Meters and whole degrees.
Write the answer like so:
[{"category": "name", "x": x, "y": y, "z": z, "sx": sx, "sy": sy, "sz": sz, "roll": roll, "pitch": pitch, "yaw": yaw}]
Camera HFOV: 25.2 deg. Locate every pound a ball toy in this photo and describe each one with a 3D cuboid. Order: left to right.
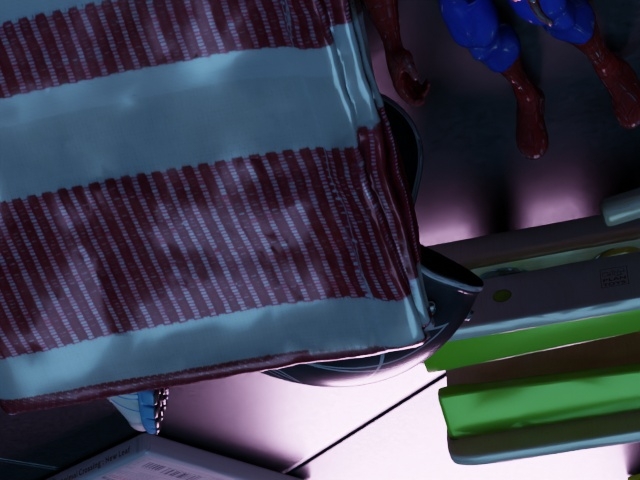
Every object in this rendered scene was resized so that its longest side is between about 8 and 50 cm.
[{"category": "pound a ball toy", "x": 0.215, "y": 0.009, "z": 0.923, "sx": 0.319, "sy": 0.135, "sz": 0.208, "roll": -12, "pitch": 124, "yaw": 13}]

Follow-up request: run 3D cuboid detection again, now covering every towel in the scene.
[{"category": "towel", "x": -0.094, "y": -0.072, "z": 0.637, "sx": 0.237, "sy": 0.037, "sz": 0.329, "roll": -10, "pitch": 117, "yaw": 11}]

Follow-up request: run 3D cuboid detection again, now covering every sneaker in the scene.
[{"category": "sneaker", "x": -0.156, "y": 0.077, "z": 1.034, "sx": 0.083, "sy": 0.071, "sz": 0.190, "roll": 0, "pitch": 142, "yaw": 5}]

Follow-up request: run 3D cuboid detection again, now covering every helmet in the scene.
[{"category": "helmet", "x": 0.000, "y": 0.000, "z": 0.776, "sx": 0.169, "sy": 0.161, "sz": 0.169, "roll": -8, "pitch": -174, "yaw": 1}]

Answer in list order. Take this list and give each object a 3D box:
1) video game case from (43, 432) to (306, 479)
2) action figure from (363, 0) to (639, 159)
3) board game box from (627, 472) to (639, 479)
[{"category": "video game case", "x": -0.147, "y": 0.243, "z": 1.355, "sx": 0.193, "sy": 0.023, "sz": 0.212, "roll": -28, "pitch": 143, "yaw": 35}, {"category": "action figure", "x": 0.084, "y": -0.100, "z": 0.686, "sx": 0.091, "sy": 0.139, "sz": 0.280, "roll": -20, "pitch": 144, "yaw": 22}, {"category": "board game box", "x": 0.354, "y": 0.322, "z": 1.395, "sx": 0.043, "sy": 0.181, "sz": 0.092, "roll": -24, "pitch": 145, "yaw": 30}]
